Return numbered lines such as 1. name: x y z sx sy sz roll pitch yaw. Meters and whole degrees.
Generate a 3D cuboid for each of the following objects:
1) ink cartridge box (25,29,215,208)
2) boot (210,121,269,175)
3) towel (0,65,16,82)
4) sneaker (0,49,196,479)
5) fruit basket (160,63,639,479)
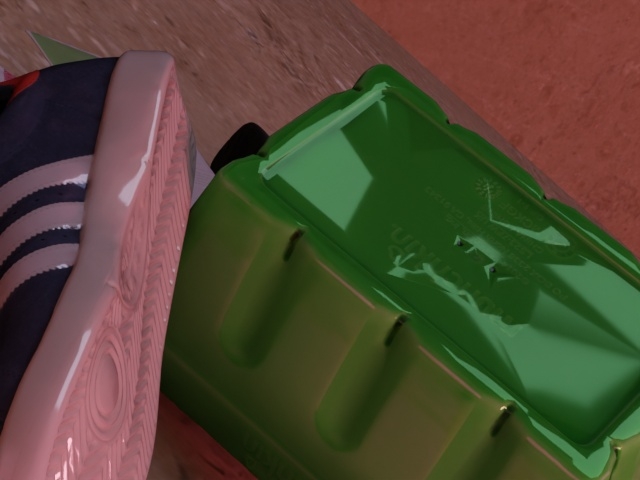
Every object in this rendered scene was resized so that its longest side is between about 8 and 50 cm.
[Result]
1. ink cartridge box: -0.135 -0.048 1.242 0.235 0.056 0.171 50 15 22
2. boot: 0.001 -0.002 1.414 0.178 0.085 0.236 40 9 -27
3. towel: -0.278 -0.114 1.090 0.197 0.029 0.144 35 19 -30
4. sneaker: -0.164 0.033 0.869 0.350 0.148 0.131 -83 168 -47
5. fruit basket: 0.064 0.110 1.094 0.392 0.392 0.283 48 53 7
